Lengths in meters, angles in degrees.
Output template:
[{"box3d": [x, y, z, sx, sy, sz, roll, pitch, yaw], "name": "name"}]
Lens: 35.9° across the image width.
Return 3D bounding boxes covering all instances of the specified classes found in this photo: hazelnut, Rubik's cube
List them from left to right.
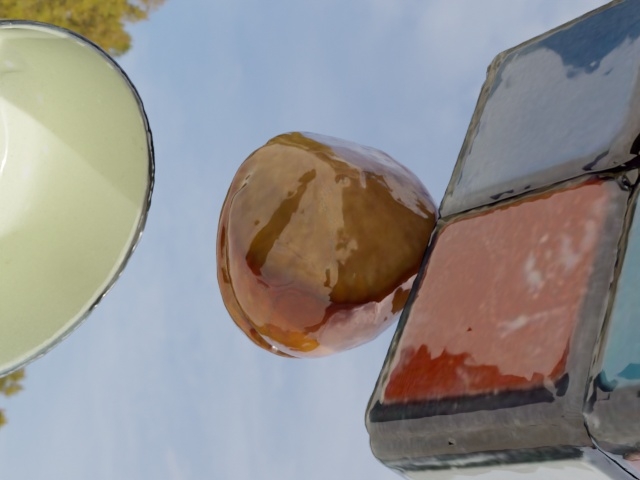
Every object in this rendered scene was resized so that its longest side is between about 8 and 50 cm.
[{"box3d": [0.000, 0.000, 0.756, 0.182, 0.182, 0.182, -25, -120, 54], "name": "hazelnut"}, {"box3d": [0.267, 0.040, 0.559, 0.316, 0.313, 0.318, -19, -138, 49], "name": "Rubik's cube"}]

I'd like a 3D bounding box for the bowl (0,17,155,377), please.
[{"box3d": [-0.233, -0.040, 0.616, 0.126, 0.237, 0.238, 31, -71, 33], "name": "bowl"}]
